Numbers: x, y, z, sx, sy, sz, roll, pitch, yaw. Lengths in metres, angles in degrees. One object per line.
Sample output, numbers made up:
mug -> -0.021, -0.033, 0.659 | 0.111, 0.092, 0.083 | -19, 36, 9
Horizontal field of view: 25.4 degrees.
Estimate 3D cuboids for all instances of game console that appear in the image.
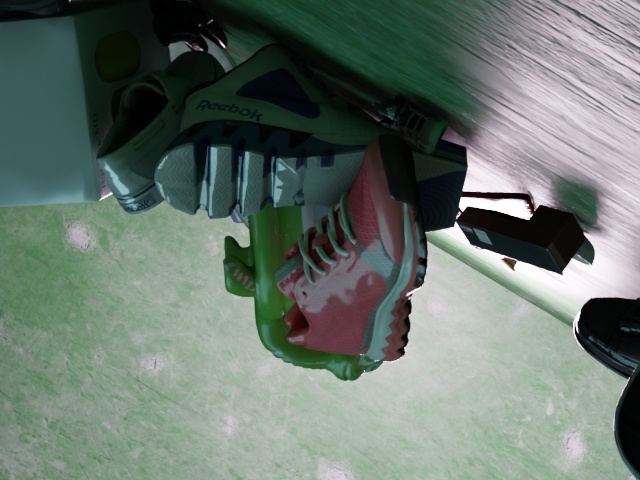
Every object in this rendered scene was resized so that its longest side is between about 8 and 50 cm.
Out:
game console -> 0.171, -0.071, 1.583 | 0.124, 0.085, 0.144 | 63, -173, 12

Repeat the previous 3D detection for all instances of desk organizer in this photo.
desk organizer -> 0.210, -0.011, 1.498 | 0.130, 0.050, 0.047 | 20, 156, 45

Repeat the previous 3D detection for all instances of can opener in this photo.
can opener -> -0.141, -0.242, 1.604 | 0.059, 0.073, 0.186 | -10, 171, 15

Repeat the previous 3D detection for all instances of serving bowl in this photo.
serving bowl -> 0.269, -0.004, 1.567 | 0.083, 0.027, 0.083 | 31, 180, 0

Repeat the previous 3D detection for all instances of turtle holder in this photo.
turtle holder -> 0.000, -0.011, 1.624 | 0.227, 0.320, 0.243 | -5, 163, -4

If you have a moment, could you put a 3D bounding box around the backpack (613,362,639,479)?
backpack -> 0.432, 0.203, 1.434 | 0.253, 0.225, 0.191 | 35, 176, 23

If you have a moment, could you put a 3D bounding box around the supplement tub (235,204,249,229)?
supplement tub -> -0.003, -0.069, 1.913 | 0.193, 0.193, 0.316 | 31, 180, 11

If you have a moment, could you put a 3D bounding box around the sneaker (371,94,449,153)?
sneaker -> 0.079, -0.113, 1.327 | 0.069, 0.038, 0.098 | 30, 179, -7

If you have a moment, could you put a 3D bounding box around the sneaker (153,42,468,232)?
sneaker -> -0.006, -0.117, 1.451 | 0.315, 0.182, 0.127 | 5, 139, -7

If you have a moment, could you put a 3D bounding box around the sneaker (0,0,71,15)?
sneaker -> -0.423, -0.329, 1.512 | 0.483, 0.185, 0.202 | 32, 177, 43

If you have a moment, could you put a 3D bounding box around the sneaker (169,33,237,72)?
sneaker -> -0.158, -0.240, 1.897 | 0.212, 0.080, 0.094 | 39, -164, 32

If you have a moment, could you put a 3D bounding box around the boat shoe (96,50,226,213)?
boat shoe -> -0.167, -0.139, 1.502 | 0.084, 0.095, 0.258 | 57, -153, -31

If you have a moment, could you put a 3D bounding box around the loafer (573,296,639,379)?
loafer -> 0.444, 0.130, 1.674 | 0.302, 0.109, 0.095 | 24, 158, 20

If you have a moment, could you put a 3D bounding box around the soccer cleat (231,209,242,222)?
soccer cleat -> -0.073, -0.104, 2.152 | 0.109, 0.116, 0.318 | -11, -175, 24

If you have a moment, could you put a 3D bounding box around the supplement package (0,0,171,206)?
supplement package -> -0.298, -0.159, 1.585 | 0.198, 0.199, 0.263 | -2, -166, 15

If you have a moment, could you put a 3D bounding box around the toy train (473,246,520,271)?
toy train -> 0.246, -0.004, 2.106 | 0.166, 0.046, 0.125 | 31, 180, 24

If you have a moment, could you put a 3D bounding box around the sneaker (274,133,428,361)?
sneaker -> 0.025, 0.023, 1.382 | 0.136, 0.116, 0.314 | -2, 142, -6
